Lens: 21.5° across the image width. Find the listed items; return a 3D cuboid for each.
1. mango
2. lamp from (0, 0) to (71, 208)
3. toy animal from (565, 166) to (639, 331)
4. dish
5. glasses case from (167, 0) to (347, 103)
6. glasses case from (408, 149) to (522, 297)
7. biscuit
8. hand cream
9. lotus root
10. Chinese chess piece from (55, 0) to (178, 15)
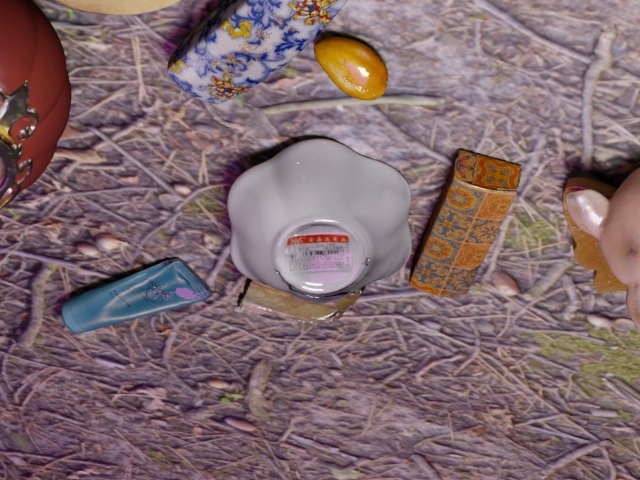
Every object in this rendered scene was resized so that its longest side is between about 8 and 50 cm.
[{"bbox_3d":[0.031,-0.181,1.758,0.089,0.046,0.060,30,142,-14],"label":"mango"},{"bbox_3d":[-0.407,-0.147,1.756,0.303,0.257,0.303,-20,142,-17],"label":"lamp"},{"bbox_3d":[0.399,-0.036,1.749,0.248,0.165,0.149,-40,154,31],"label":"toy animal"},{"bbox_3d":[0.000,0.000,1.923,0.229,0.081,0.229,0,125,0],"label":"dish"},{"bbox_3d":[-0.064,-0.215,1.725,0.087,0.065,0.248,29,140,-24],"label":"glasses case"},{"bbox_3d":[0.163,-0.014,1.935,0.075,0.049,0.218,16,144,-3],"label":"glasses case"},{"bbox_3d":[0.355,0.002,1.909,0.162,0.035,0.250,-26,130,34],"label":"biscuit"},{"bbox_3d":[-0.251,0.077,2.201,0.224,0.048,0.083,-19,131,29],"label":"hand cream"},{"bbox_3d":[-0.020,0.035,2.042,0.144,0.070,0.143,23,126,-15],"label":"lotus root"},{"bbox_3d":[-0.207,-0.326,1.598,0.251,0.097,0.251,8,144,6],"label":"Chinese chess piece"}]
